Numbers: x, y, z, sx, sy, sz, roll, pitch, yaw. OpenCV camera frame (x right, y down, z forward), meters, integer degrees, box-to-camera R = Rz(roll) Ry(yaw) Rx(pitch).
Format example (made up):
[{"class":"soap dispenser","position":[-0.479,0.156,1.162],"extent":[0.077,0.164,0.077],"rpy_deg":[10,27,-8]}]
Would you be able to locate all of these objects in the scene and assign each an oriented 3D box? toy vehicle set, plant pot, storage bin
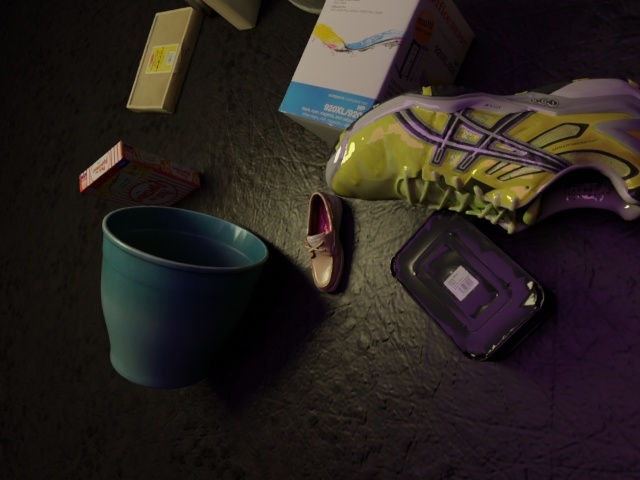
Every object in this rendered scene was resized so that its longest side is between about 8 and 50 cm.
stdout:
[{"class":"toy vehicle set","position":[-0.397,-0.454,1.223],"extent":[0.166,0.035,0.266],"rpy_deg":[15,87,38]},{"class":"plant pot","position":[-0.255,0.105,0.843],"extent":[0.272,0.272,0.255],"rpy_deg":[30,110,38]},{"class":"storage bin","position":[0.194,0.057,0.624],"extent":[0.122,0.084,0.180],"rpy_deg":[-50,54,15]}]

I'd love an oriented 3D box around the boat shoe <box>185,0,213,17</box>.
[{"class":"boat shoe","position":[-0.298,-0.694,1.173],"extent":[0.120,0.123,0.324],"rpy_deg":[-30,70,21]}]

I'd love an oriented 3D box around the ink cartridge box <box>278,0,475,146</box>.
[{"class":"ink cartridge box","position":[0.088,-0.253,0.727],"extent":[0.168,0.171,0.232],"rpy_deg":[26,95,38]}]

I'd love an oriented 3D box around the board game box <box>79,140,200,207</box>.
[{"class":"board game box","position":[-0.380,-0.127,1.025],"extent":[0.147,0.193,0.045],"rpy_deg":[-27,64,29]}]

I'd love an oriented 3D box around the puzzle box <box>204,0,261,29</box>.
[{"class":"puzzle box","position":[-0.195,-0.696,0.991],"extent":[0.052,0.272,0.408],"rpy_deg":[7,82,36]}]

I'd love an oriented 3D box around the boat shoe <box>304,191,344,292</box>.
[{"class":"boat shoe","position":[0.000,0.000,0.796],"extent":[0.063,0.059,0.170],"rpy_deg":[-11,71,34]}]

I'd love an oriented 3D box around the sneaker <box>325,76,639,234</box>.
[{"class":"sneaker","position":[0.187,-0.089,0.563],"extent":[0.385,0.145,0.147],"rpy_deg":[-6,58,19]}]

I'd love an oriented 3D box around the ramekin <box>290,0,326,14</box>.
[{"class":"ramekin","position":[-0.009,-0.550,0.830],"extent":[0.277,0.135,0.277],"rpy_deg":[8,108,25]}]
